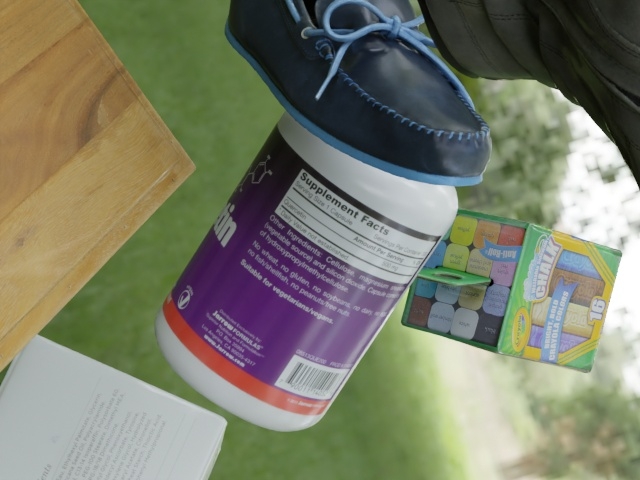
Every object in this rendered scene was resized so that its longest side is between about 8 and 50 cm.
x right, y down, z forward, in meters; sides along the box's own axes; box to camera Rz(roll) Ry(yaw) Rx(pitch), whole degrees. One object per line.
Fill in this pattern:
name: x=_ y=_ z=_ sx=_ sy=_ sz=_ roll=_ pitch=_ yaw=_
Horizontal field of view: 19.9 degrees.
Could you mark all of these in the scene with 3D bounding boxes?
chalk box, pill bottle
chalk box: x=0.175 y=0.043 z=1.801 sx=0.213 sy=0.132 sz=0.132 roll=16 pitch=89 yaw=-47
pill bottle: x=0.000 y=0.000 z=1.638 sx=0.181 sy=0.323 sz=0.181 roll=31 pitch=15 yaw=-9

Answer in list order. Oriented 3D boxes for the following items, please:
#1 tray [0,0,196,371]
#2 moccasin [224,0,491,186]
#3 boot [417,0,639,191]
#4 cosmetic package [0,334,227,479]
tray: x=-0.238 y=-0.034 z=1.189 sx=0.203 sy=0.076 sz=0.411 roll=55 pitch=30 yaw=-11
moccasin: x=0.020 y=-0.157 z=1.448 sx=0.342 sy=0.138 sz=0.116 roll=41 pitch=-60 yaw=43
boot: x=0.155 y=-0.064 z=0.859 sx=0.223 sy=0.118 sz=0.338 roll=23 pitch=-43 yaw=45
cosmetic package: x=-0.193 y=0.193 z=1.533 sx=0.151 sy=0.184 sz=0.151 roll=111 pitch=3 yaw=-72
